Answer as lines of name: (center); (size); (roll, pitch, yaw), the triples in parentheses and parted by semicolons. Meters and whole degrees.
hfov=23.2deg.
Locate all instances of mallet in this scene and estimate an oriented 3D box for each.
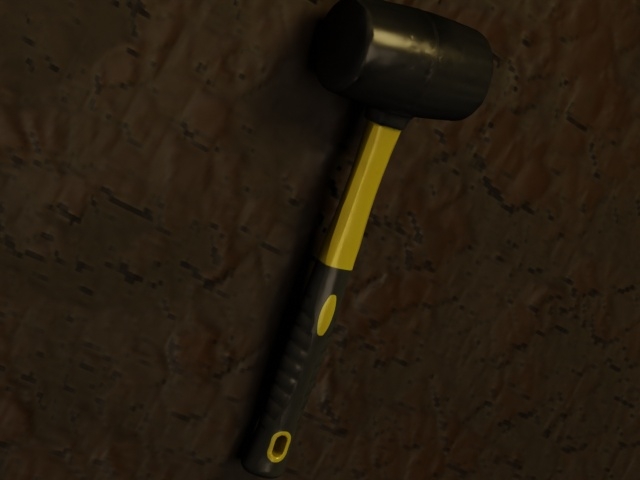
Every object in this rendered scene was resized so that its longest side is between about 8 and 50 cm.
mallet: (0.000, 0.000, 0.582); (0.062, 0.039, 0.189); (19, 100, -34)
